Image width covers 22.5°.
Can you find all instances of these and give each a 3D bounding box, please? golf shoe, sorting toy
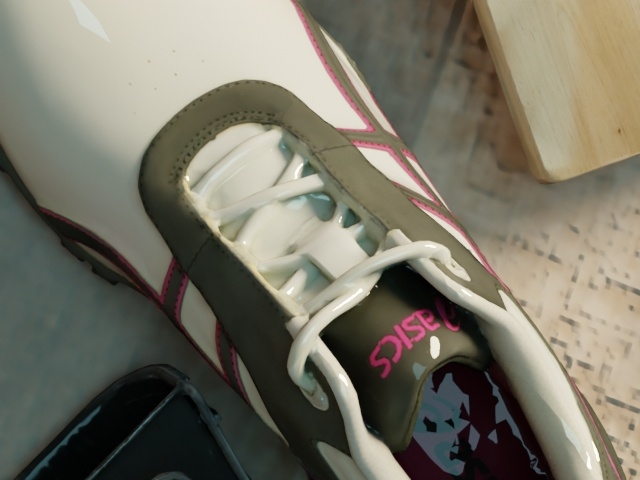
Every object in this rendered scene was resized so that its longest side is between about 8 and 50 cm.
[{"bbox_3d":[0.000,0.000,0.455,0.105,0.120,0.273,-42,94,-10],"label":"golf shoe"},{"bbox_3d":[0.100,-0.107,0.519,0.132,0.046,0.274,-19,91,-13],"label":"sorting toy"}]

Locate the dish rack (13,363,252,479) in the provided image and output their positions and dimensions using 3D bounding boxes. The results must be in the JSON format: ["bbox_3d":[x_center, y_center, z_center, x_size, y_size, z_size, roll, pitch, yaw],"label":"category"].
[{"bbox_3d":[-0.046,0.152,0.366,0.208,0.271,0.074,-47,116,-11],"label":"dish rack"}]
